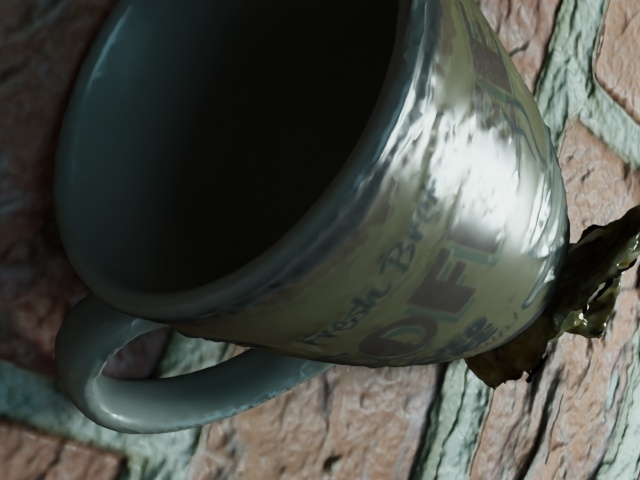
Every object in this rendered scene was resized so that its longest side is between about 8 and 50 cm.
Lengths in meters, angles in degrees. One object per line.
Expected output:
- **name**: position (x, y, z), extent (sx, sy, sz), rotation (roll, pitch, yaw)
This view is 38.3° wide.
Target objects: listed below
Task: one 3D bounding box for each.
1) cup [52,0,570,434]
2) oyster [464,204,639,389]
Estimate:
- **cup**: position (0.000, 0.000, 0.510), extent (0.301, 0.227, 0.257), rotation (-49, 135, 9)
- **oyster**: position (0.176, 0.028, 0.664), extent (0.166, 0.294, 0.094), rotation (-31, 75, -11)
